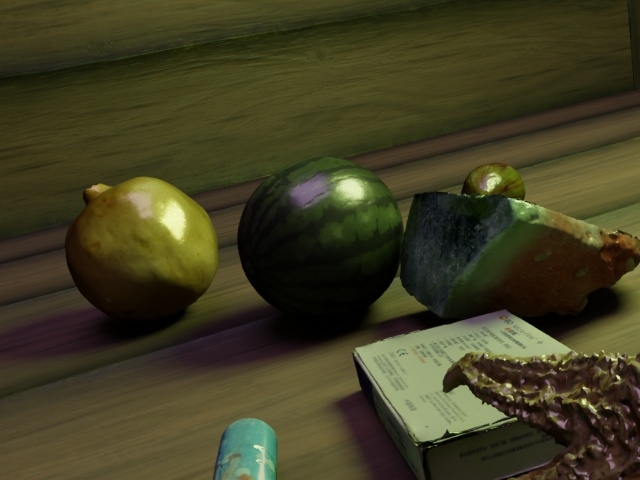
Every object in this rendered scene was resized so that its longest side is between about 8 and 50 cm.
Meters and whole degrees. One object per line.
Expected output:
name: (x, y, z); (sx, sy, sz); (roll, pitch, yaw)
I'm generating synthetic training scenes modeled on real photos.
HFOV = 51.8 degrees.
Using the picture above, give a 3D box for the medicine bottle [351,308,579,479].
medicine bottle: (0.131, 0.120, 0.549); (0.171, 0.052, 0.201); (-14, 13, -9)

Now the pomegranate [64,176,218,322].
pomegranate: (-0.262, 0.017, 0.977); (0.233, 0.233, 0.233); (-11, 13, 3)

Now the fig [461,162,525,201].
fig: (0.299, -0.084, 1.154); (0.109, 0.103, 0.155); (-30, -2, 20)

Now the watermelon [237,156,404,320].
watermelon: (0.000, 0.000, 0.827); (0.212, 0.212, 0.212); (-11, 13, 3)

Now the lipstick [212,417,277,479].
lipstick: (-0.054, 0.181, 0.454); (0.048, 0.048, 0.158); (-11, 13, 0)

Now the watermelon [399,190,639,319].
watermelon: (0.240, 0.021, 0.736); (0.257, 0.140, 0.193); (6, 9, -16)

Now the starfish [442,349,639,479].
starfish: (0.139, 0.122, 0.299); (0.060, 0.299, 0.302); (21, -18, -19)
